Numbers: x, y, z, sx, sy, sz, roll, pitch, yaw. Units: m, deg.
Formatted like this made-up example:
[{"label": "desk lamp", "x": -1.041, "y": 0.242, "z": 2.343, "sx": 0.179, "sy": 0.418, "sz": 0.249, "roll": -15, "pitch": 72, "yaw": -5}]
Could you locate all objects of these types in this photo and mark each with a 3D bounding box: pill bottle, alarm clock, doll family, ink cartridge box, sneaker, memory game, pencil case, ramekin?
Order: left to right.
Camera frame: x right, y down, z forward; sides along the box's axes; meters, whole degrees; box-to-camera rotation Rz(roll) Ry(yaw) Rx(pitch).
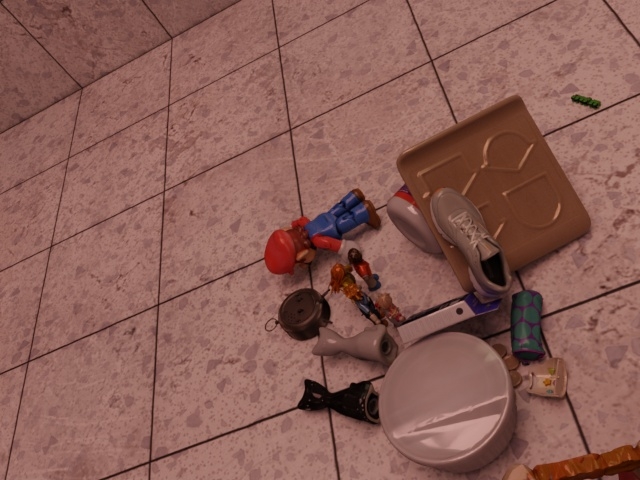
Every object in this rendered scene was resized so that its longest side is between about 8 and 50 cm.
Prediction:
[{"label": "alarm clock", "x": -0.061, "y": 0.190, "z": 1.786, "sx": 0.192, "sy": 0.064, "sz": 0.129, "roll": -23, "pitch": 45, "yaw": 20}, {"label": "doll family", "x": 0.097, "y": 0.131, "z": 1.652, "sx": 0.118, "sy": 0.163, "sz": 0.263, "roll": -36, "pitch": 43, "yaw": 3}, {"label": "ink cartridge box", "x": 0.280, "y": 0.153, "z": 1.504, "sx": 0.208, "sy": 0.206, "sz": 0.045, "roll": -22, "pitch": 85, "yaw": 16}, {"label": "ramekin", "x": 0.259, "y": 0.329, "z": 1.390, "sx": 0.273, "sy": 0.127, "sz": 0.272, "roll": -18, "pitch": 47, "yaw": 21}, {"label": "pill bottle", "x": 0.324, "y": -0.134, "z": 1.710, "sx": 0.323, "sy": 0.181, "sz": 0.181, "roll": -46, "pitch": 44, "yaw": -9}, {"label": "sneaker", "x": 0.325, "y": -0.002, "z": 1.465, "sx": 0.099, "sy": 0.121, "sz": 0.262, "roll": -33, "pitch": 88, "yaw": -4}, {"label": "memory game", "x": 0.329, "y": 0.291, "z": 1.476, "sx": 0.186, "sy": 0.012, "sz": 0.186, "roll": -18, "pitch": 47, "yaw": 21}, {"label": "pencil case", "x": 0.432, "y": 0.178, "z": 1.465, "sx": 0.070, "sy": 0.064, "sz": 0.151, "roll": 14, "pitch": 54, "yaw": -4}]

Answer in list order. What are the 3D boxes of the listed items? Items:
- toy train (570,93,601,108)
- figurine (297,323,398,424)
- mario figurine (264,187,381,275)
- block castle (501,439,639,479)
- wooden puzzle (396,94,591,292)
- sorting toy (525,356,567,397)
[{"label": "toy train", "x": 0.672, "y": -0.354, "z": 1.784, "sx": 0.024, "sy": 0.017, "sz": 0.083, "roll": -38, "pitch": 42, "yaw": -14}, {"label": "figurine", "x": 0.053, "y": 0.293, "z": 1.592, "sx": 0.210, "sy": 0.092, "sz": 0.214, "roll": -2, "pitch": 62, "yaw": 38}, {"label": "mario figurine", "x": 0.000, "y": 0.000, "z": 1.888, "sx": 0.321, "sy": 0.170, "sz": 0.198, "roll": -29, "pitch": 7, "yaw": -5}, {"label": "block castle", "x": 0.454, "y": 0.546, "z": 1.047, "sx": 0.303, "sy": 0.213, "sz": 0.453, "roll": -15, "pitch": 53, "yaw": 7}, {"label": "wooden puzzle", "x": 0.381, "y": -0.102, "z": 1.574, "sx": 0.322, "sy": 0.080, "sz": 0.347, "roll": -27, "pitch": 88, "yaw": -3}, {"label": "sorting toy", "x": 0.444, "y": 0.277, "z": 1.394, "sx": 0.075, "sy": 0.045, "sz": 0.083, "roll": -8, "pitch": 51, "yaw": 38}]
